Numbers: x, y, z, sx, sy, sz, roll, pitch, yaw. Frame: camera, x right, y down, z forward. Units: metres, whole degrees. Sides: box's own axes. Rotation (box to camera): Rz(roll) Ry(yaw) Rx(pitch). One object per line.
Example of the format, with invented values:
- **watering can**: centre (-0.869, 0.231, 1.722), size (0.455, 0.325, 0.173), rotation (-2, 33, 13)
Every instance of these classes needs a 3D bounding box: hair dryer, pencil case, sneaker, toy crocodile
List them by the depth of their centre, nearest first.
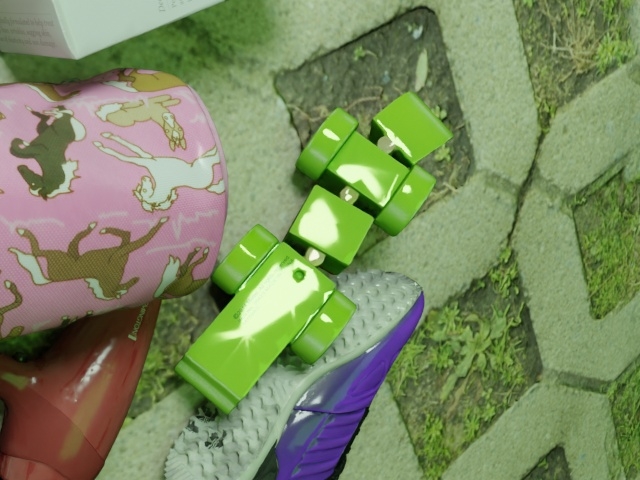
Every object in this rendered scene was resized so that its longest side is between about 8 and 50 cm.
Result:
- **pencil case**: centre (-0.244, -0.021, 0.537), size (0.386, 0.167, 0.160), rotation (-9, 112, -42)
- **hair dryer**: centre (-0.224, 0.097, 0.651), size (0.293, 0.080, 0.223), rotation (-27, 119, -36)
- **toy crocodile**: centre (0.000, 0.000, 0.826), size (0.115, 0.105, 0.340), rotation (35, 74, 0)
- **sneaker**: centre (-0.006, 0.156, 0.870), size (0.293, 0.102, 0.146), rotation (-43, 132, -20)

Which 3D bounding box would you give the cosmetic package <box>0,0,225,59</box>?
- **cosmetic package**: centre (-0.111, -0.201, 0.646), size (0.231, 0.117, 0.085), rotation (-33, 121, -31)
